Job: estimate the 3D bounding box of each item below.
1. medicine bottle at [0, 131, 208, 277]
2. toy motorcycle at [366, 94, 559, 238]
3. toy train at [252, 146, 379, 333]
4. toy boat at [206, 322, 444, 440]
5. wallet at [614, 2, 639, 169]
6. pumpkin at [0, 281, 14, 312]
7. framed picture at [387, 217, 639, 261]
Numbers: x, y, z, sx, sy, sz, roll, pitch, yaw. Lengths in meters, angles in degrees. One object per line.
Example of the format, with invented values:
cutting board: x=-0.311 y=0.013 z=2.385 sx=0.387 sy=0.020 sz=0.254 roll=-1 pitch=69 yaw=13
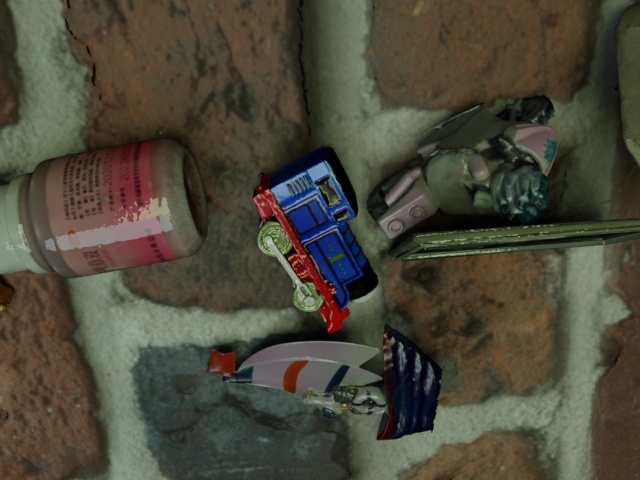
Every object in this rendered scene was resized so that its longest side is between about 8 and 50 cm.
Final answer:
medicine bottle: x=-0.263 y=-0.031 z=0.742 sx=0.247 sy=0.147 sz=0.147 roll=-11 pitch=111 yaw=2
toy motorcycle: x=0.169 y=-0.067 z=0.712 sx=0.108 sy=0.204 sz=0.239 roll=36 pitch=109 yaw=-25
toy train: x=0.000 y=0.000 z=0.795 sx=0.131 sy=0.083 sz=0.204 roll=-27 pitch=110 yaw=6
toy boat: x=0.021 y=0.169 z=0.853 sx=0.318 sy=0.072 sz=0.219 roll=25 pitch=131 yaw=-7
wallet: x=0.440 y=-0.144 z=0.673 sx=0.274 sy=0.335 sz=0.068 roll=12 pitch=150 yaw=0
pumpkin: x=-0.444 y=0.065 z=0.818 sx=0.074 sy=0.054 sz=0.083 roll=-27 pitch=130 yaw=11
framed picture: x=0.234 y=0.002 z=0.734 sx=0.296 sy=0.232 sz=0.019 roll=-4 pitch=84 yaw=0
